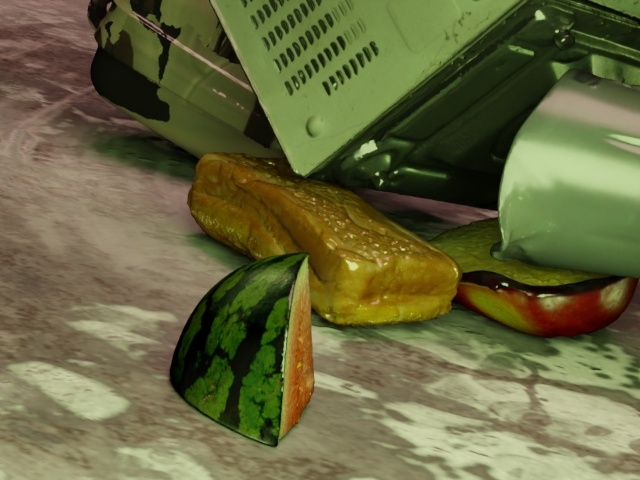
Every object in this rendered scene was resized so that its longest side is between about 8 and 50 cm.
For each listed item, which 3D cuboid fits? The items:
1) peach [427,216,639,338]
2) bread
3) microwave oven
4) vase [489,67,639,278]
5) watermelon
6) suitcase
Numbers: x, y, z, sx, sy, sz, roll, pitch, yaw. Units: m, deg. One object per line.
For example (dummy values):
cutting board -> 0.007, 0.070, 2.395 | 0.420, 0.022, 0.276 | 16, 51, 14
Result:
peach -> 0.178, 0.030, 1.545 | 0.189, 0.068, 0.279 | 8, 14, 15
bread -> 0.000, -0.002, 1.495 | 0.139, 0.077, 0.271 | 3, 17, -34
microwave oven -> 0.157, -0.193, 1.597 | 0.394, 0.333, 0.247 | 6, 50, -54
vase -> 0.302, -0.036, 1.414 | 0.301, 0.156, 0.251 | 14, 39, 12
watermelon -> -0.036, 0.087, 1.181 | 0.094, 0.125, 0.135 | 38, 26, -39
suitcase -> -0.080, -0.194, 1.895 | 0.339, 0.194, 0.351 | 31, 22, 13
